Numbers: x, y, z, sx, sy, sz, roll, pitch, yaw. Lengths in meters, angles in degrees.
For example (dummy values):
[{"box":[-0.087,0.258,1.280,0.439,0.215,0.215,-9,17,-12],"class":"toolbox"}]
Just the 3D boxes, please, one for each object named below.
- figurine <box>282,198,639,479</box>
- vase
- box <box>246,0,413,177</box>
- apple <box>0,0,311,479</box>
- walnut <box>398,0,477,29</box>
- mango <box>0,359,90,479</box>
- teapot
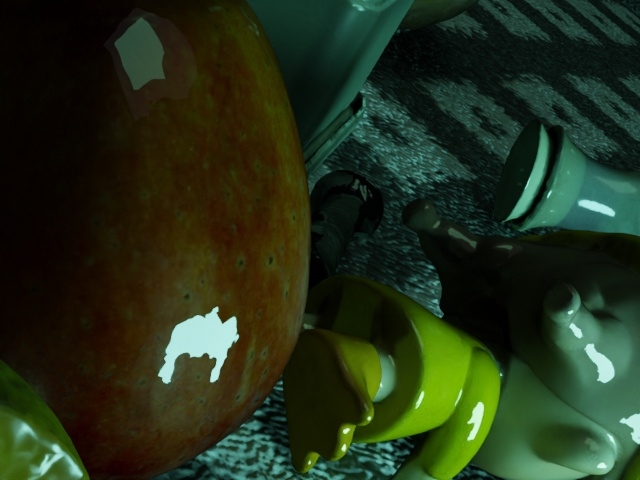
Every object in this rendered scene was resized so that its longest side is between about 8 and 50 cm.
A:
[{"box":[0.104,0.080,0.735,0.343,0.187,0.215,5,27,-38],"class":"figurine"},{"box":[0.000,0.000,0.863,0.059,0.059,0.167,37,24,1],"class":"vase"},{"box":[-0.019,-0.184,1.014,0.175,0.182,0.312,37,24,0],"class":"box"},{"box":[-0.111,-0.012,0.553,0.234,0.234,0.234,29,26,-15],"class":"apple"},{"box":[0.111,-0.387,1.407,0.306,0.306,0.344,43,18,15],"class":"walnut"},{"box":[-0.119,0.135,0.368,0.130,0.167,0.262,-3,47,-35],"class":"mango"},{"box":[0.298,-0.023,1.180,0.251,0.183,0.183,19,27,-7],"class":"teapot"}]
